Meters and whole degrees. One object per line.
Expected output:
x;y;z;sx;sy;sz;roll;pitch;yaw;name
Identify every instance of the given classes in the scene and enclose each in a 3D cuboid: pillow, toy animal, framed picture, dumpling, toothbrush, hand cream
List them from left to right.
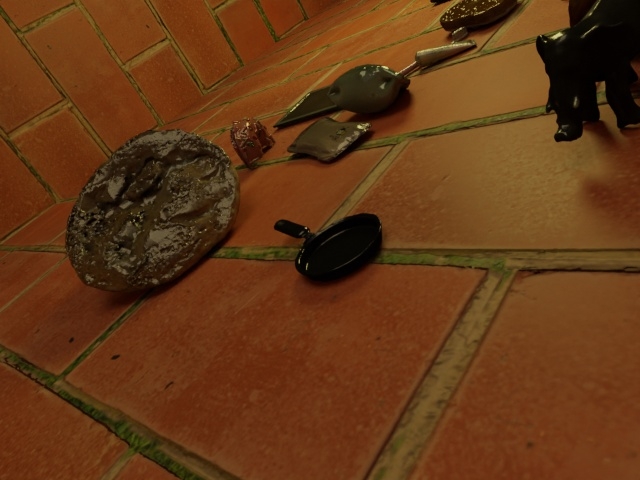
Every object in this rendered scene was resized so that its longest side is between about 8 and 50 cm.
0.012;-0.223;1.157;0.130;0.038;0.232;-41;29;-13;pillow
0.016;-0.392;1.478;0.274;0.017;0.217;-4;37;43;framed picture
0.120;-0.347;1.181;0.149;0.105;0.216;-46;29;-27;dumpling
0.248;-0.444;1.308;0.286;0.025;0.020;-35;26;-6;toothbrush
0.295;-0.447;1.259;0.143;0.039;0.061;-12;24;18;hand cream
0.344;-0.219;0.663;0.114;0.146;0.245;-1;40;45;toy animal

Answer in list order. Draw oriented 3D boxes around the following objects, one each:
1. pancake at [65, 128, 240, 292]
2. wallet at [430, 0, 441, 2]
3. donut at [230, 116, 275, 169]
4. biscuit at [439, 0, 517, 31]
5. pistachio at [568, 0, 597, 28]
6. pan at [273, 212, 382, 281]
-0.338;-0.063;1.073;0.386;0.082;0.387;-7;58;12;pancake
0.496;-0.861;1.759;0.245;0.052;0.169;10;51;51;wallet
-0.177;-0.262;1.345;0.065;0.117;0.166;-28;26;18;donut
0.409;-0.590;1.364;0.181;0.049;0.208;-44;29;-25;biscuit
0.448;-0.361;0.817;0.165;0.130;0.210;-55;24;33;pistachio
0.000;0.000;0.784;0.136;0.028;0.235;-41;30;-20;pan
